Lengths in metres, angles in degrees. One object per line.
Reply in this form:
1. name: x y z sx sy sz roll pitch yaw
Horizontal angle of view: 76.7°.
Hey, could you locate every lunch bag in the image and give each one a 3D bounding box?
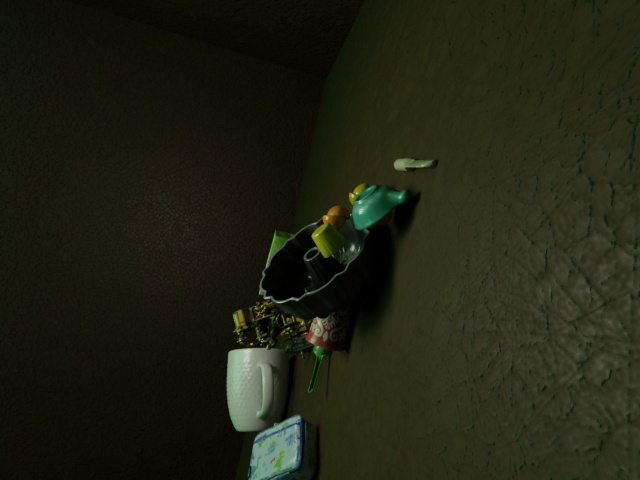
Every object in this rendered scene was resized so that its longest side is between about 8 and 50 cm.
1. lunch bag: -0.113 0.632 1.203 0.219 0.090 0.176 -33 28 24

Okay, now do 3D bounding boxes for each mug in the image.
1. mug: 0.033 0.209 1.154 0.150 0.113 0.169 -163 90 -78
2. mug: -0.262 0.646 1.753 0.374 0.276 0.327 131 141 -60

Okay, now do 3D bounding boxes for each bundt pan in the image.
1. bundt pan: 0.009 0.077 1.062 0.331 0.124 0.330 -27 28 15

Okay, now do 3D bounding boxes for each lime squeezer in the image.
1. lime squeezer: 0.011 0.309 1.257 0.110 0.059 0.310 123 158 -81

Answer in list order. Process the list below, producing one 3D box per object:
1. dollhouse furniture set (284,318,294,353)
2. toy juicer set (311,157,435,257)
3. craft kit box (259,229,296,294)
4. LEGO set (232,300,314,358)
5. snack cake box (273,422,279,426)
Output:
1. dollhouse furniture set: -0.125 0.428 1.819 0.058 0.076 0.151 112 166 -50
2. toy juicer set: 0.135 -0.091 0.968 0.329 0.089 0.209 -35 14 20
3. craft kit box: -0.075 0.109 1.469 0.061 0.247 0.249 -102 28 -65
4. LEGO set: -0.141 0.323 1.376 0.331 0.255 0.192 84 168 -69
5. snack cake box: -0.128 0.766 1.371 0.264 0.089 0.152 -134 57 -78
